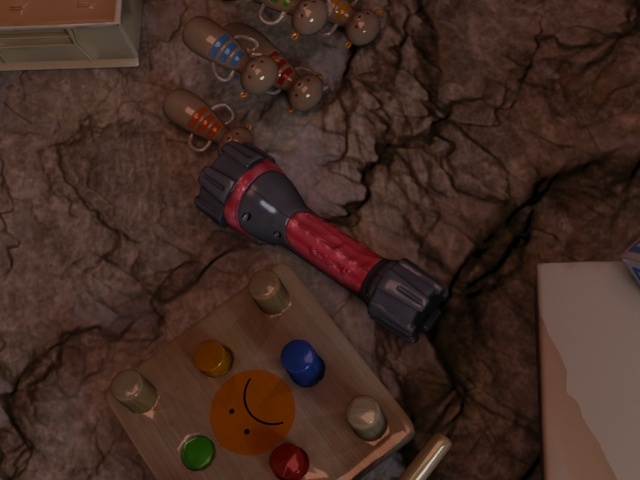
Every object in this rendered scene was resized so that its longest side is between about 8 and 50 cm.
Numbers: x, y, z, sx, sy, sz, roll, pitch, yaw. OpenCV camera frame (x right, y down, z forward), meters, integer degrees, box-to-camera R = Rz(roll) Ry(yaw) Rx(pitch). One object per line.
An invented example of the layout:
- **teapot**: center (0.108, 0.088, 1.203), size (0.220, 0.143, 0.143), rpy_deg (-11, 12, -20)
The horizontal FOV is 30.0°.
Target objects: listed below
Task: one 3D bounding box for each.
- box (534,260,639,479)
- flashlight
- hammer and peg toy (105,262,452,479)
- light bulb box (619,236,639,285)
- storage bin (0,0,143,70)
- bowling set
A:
- **box**: center (0.279, 0.181, 1.188), size (0.121, 0.148, 0.311), rpy_deg (-1, 48, 9)
- **flashlight**: center (0.000, 0.000, 1.351), size (0.304, 0.103, 0.103), rpy_deg (34, 40, 20)
- **hammer and peg toy**: center (-0.033, 0.220, 1.259), size (0.266, 0.127, 0.361), rpy_deg (-37, 64, -6)
- **light bulb box**: center (0.553, 0.045, 1.131), size (0.358, 0.225, 0.361), rpy_deg (-42, 106, -8)
- **storage bin**: center (-0.354, -0.359, 1.508), size (0.261, 0.123, 0.262), rpy_deg (-1, 72, 7)
- **bowling set**: center (-0.068, -0.231, 1.397), size (0.154, 0.200, 0.287), rpy_deg (36, 84, 15)
